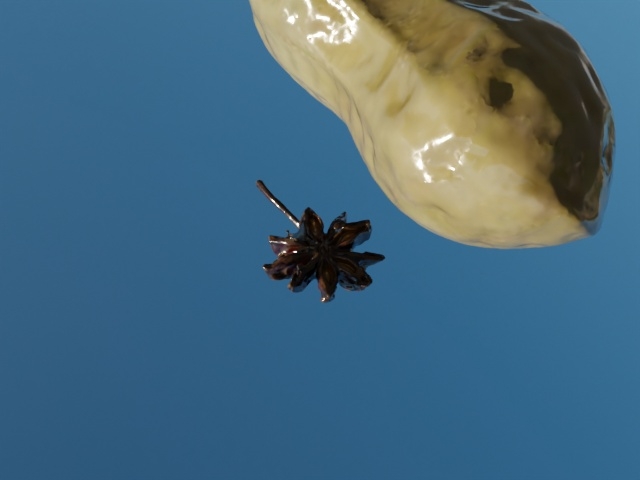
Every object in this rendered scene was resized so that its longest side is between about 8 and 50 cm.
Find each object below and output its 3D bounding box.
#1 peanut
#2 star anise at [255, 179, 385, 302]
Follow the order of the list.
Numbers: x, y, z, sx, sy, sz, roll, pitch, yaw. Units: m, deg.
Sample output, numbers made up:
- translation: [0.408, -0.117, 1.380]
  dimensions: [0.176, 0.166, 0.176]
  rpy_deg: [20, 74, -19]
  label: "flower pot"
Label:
- translation: [0.040, -0.096, 0.424]
  dimensions: [0.125, 0.111, 0.274]
  rpy_deg: [36, -166, -46]
  label: "peanut"
- translation: [0.000, -0.003, 1.329]
  dimensions: [0.177, 0.073, 0.233]
  rpy_deg: [-3, -124, -7]
  label: "star anise"
